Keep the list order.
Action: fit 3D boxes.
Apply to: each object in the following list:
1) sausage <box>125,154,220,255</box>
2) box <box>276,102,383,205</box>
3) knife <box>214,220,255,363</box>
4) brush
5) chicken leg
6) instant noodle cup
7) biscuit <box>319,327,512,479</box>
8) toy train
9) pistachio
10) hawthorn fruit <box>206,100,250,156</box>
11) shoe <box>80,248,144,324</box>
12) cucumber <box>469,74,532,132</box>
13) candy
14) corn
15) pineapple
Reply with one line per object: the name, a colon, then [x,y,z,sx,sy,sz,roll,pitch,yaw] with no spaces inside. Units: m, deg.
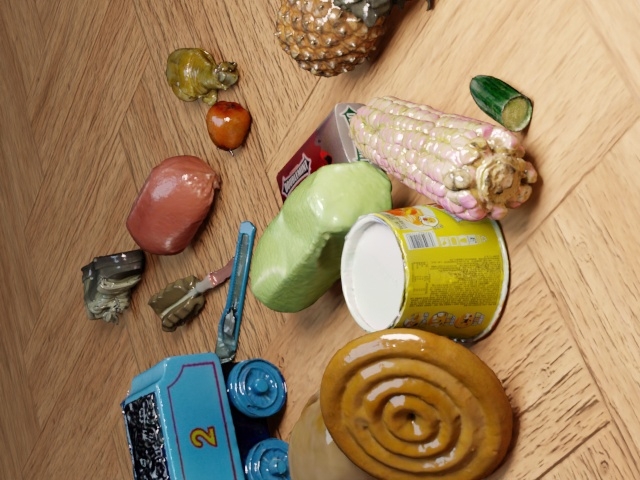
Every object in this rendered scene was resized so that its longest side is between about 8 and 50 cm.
sausage: [-0.284,-0.066,2.299,0.254,0.148,0.148,-59,44,42]
box: [0.012,-0.107,1.858,0.224,0.069,0.120,-43,56,55]
knife: [-0.157,0.100,2.195,0.044,0.026,0.296,23,115,28]
brush: [-0.231,0.092,2.309,0.301,0.071,0.084,-34,80,46]
chicken leg: [-0.218,-0.301,2.229,0.228,0.088,0.103,24,103,50]
instant noodle cup: [0.130,0.040,1.584,0.205,0.153,0.204,8,100,58]
biscuit: [0.120,0.228,1.560,0.037,0.262,0.262,-62,-6,-56]
toy train: [-0.189,0.335,2.043,0.188,0.265,0.300,-33,66,53]
pistachio: [0.052,0.317,1.751,0.197,0.166,0.288,15,127,18]
hawthorn fruit: [-0.166,-0.197,2.145,0.081,0.081,0.093,44,130,50]
shoe: [-0.444,0.108,2.623,0.293,0.109,0.149,-20,78,63]
cucumber: [0.219,-0.178,1.514,0.105,0.048,0.048,47,131,48]
candy: [0.000,0.000,1.777,0.343,0.142,0.132,129,154,-61]
corn: [0.147,-0.111,1.577,0.335,0.127,0.126,31,119,60]
pineapple: [0.074,-0.352,1.642,0.364,0.166,0.165,-34,64,53]
